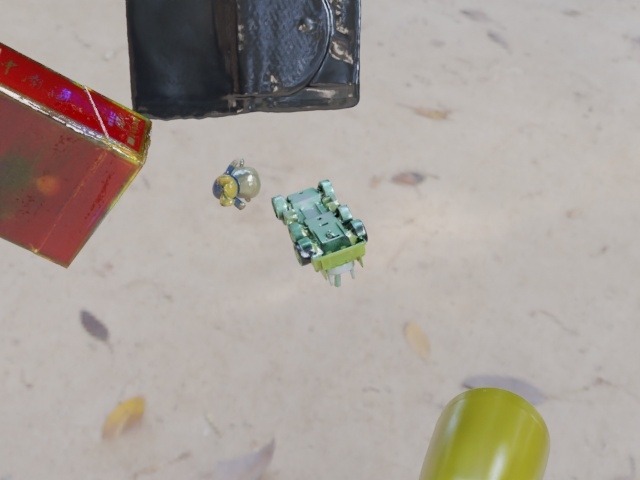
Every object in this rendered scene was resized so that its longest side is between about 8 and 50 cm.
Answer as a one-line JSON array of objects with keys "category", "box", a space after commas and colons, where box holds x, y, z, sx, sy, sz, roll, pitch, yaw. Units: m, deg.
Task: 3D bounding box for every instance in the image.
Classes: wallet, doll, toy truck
[{"category": "wallet", "box": [-0.105, -0.288, 1.519, 0.322, 0.247, 0.041, 0, 9, 5]}, {"category": "doll", "box": [-0.165, -0.112, 2.216, 0.088, 0.102, 0.179, -4, 15, 5]}, {"category": "toy truck", "box": [-0.002, -0.004, 2.059, 0.128, 0.135, 0.259, -19, 34, -9]}]

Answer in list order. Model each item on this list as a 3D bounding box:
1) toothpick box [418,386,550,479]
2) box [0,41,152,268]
[{"category": "toothpick box", "box": [0.226, 0.344, 1.596, 0.175, 0.175, 0.271, 21, 27, 10]}, {"category": "box", "box": [-0.371, -0.116, 1.239, 0.313, 0.197, 0.089, 28, 35, -21]}]
